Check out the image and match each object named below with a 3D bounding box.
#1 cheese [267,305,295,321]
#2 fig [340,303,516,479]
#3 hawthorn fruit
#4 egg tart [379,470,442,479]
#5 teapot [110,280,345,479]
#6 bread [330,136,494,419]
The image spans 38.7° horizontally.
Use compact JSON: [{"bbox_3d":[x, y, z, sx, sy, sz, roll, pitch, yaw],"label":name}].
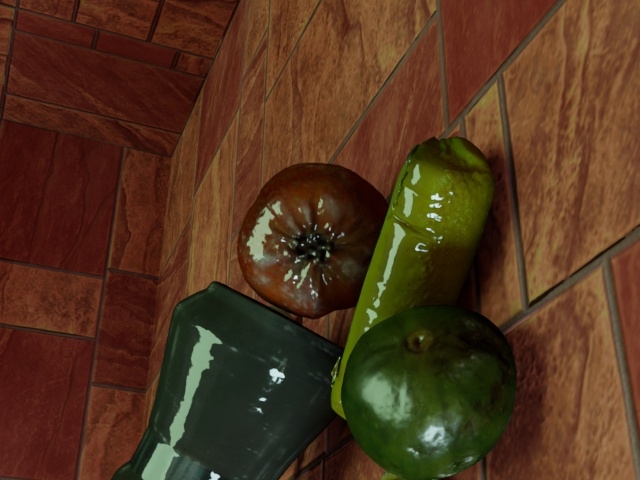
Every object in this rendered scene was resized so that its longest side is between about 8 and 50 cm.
[{"bbox_3d":[-0.161,0.264,1.773,0.248,0.173,0.252,149,125,-64],"label":"cheese"},{"bbox_3d":[0.126,0.176,1.010,0.245,0.195,0.195,62,-155,-59],"label":"fig"},{"bbox_3d":[0.000,0.000,1.397,0.271,0.241,0.242,-40,-38,-85],"label":"hawthorn fruit"},{"bbox_3d":[0.078,0.400,1.068,0.290,0.115,0.290,-167,90,-70],"label":"egg tart"},{"bbox_3d":[-0.129,0.283,1.426,0.305,0.376,0.362,27,86,27],"label":"teapot"},{"bbox_3d":[0.118,0.059,1.129,0.166,0.112,0.384,-29,-41,-68],"label":"bread"}]
